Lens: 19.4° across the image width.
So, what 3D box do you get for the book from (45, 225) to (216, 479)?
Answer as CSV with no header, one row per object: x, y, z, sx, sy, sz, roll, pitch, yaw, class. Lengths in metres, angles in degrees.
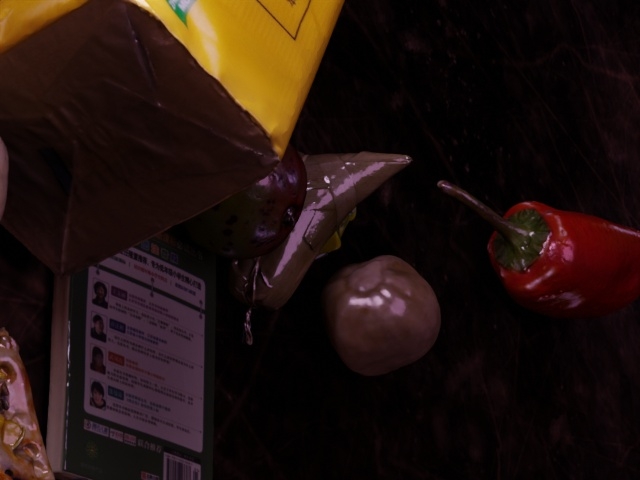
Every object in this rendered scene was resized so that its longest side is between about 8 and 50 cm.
-0.161,0.099,1.645,0.202,0.027,0.264,27,55,-49,book

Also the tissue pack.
-0.138,-0.202,1.553,0.228,0.293,0.382,44,43,-26,tissue pack

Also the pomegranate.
-0.081,-0.055,1.729,0.129,0.129,0.159,40,6,-41,pomegranate

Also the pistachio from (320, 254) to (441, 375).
0.067,0.079,1.931,0.185,0.108,0.126,19,84,-60,pistachio

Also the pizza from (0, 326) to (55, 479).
-0.249,0.151,1.481,0.184,0.036,0.176,47,41,-36,pizza

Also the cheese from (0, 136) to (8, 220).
-0.330,-0.035,1.369,0.235,0.117,0.218,25,58,-46,cheese

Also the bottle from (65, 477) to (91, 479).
-0.158,0.298,1.491,0.082,0.072,0.244,-44,127,-33,bottle

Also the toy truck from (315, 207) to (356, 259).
0.007,-0.035,1.911,0.076,0.077,0.111,56,36,-26,toy truck

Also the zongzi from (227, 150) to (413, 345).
0.000,0.000,1.800,0.081,0.178,0.189,73,17,-65,zongzi

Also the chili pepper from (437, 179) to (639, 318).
0.271,0.021,2.236,0.338,0.134,0.131,16,76,-55,chili pepper
